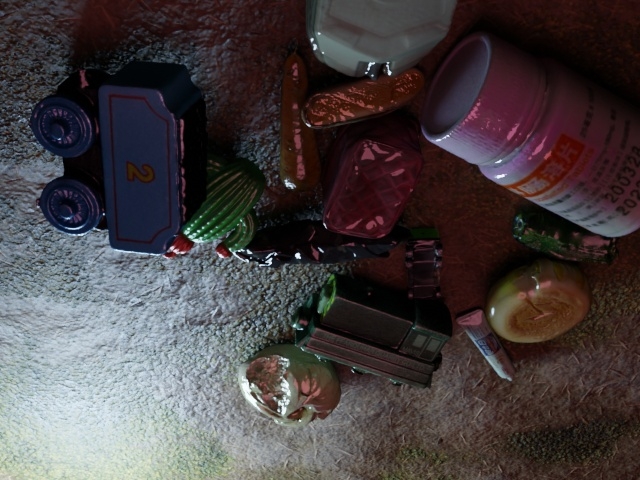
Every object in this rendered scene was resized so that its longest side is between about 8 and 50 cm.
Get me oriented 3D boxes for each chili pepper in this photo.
[{"bbox_3d":[0.470,-0.006,1.938,0.224,0.061,0.098,10,128,-12],"label":"chili pepper"}]

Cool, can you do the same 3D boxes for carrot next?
[{"bbox_3d":[-0.038,-0.212,1.737,0.078,0.078,0.298,-1,130,1],"label":"carrot"}]

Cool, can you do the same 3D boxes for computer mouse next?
[{"bbox_3d":[0.095,-0.413,1.499,0.228,0.145,0.429,-2,146,-9],"label":"computer mouse"}]

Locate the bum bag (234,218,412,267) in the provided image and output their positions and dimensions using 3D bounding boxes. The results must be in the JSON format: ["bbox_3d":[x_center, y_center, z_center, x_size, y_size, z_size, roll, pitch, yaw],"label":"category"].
[{"bbox_3d":[0.000,0.000,1.898,0.341,0.144,0.095,-3,92,4],"label":"bum bag"}]

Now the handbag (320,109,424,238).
[{"bbox_3d":[0.087,-0.119,1.781,0.147,0.135,0.225,14,128,-12],"label":"handbag"}]

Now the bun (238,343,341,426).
[{"bbox_3d":[-0.063,0.322,2.207,0.237,0.116,0.210,21,129,-20],"label":"bun"}]

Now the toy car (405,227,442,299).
[{"bbox_3d":[0.199,0.048,1.985,0.071,0.062,0.165,-3,133,3],"label":"toy car"}]

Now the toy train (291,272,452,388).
[{"bbox_3d":[0.112,0.174,2.065,0.330,0.138,0.178,20,121,-15],"label":"toy train"}]

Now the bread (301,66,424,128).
[{"bbox_3d":[0.069,-0.236,1.700,0.214,0.053,0.073,-18,104,-7],"label":"bread"}]

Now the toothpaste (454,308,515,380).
[{"bbox_3d":[0.360,0.226,2.176,0.060,0.038,0.233,-25,126,17],"label":"toothpaste"}]

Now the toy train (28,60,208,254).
[{"bbox_3d":[-0.317,-0.145,1.674,0.265,0.188,0.300,6,117,9],"label":"toy train"}]

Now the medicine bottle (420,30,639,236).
[{"bbox_3d":[0.374,-0.172,1.671,0.388,0.219,0.219,24,129,-22],"label":"medicine bottle"}]

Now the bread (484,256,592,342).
[{"bbox_3d":[0.429,0.115,2.023,0.213,0.104,0.213,-3,133,-3],"label":"bread"}]

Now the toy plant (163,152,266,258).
[{"bbox_3d":[-0.184,-0.046,1.819,0.155,0.088,0.240,20,117,-3],"label":"toy plant"}]
